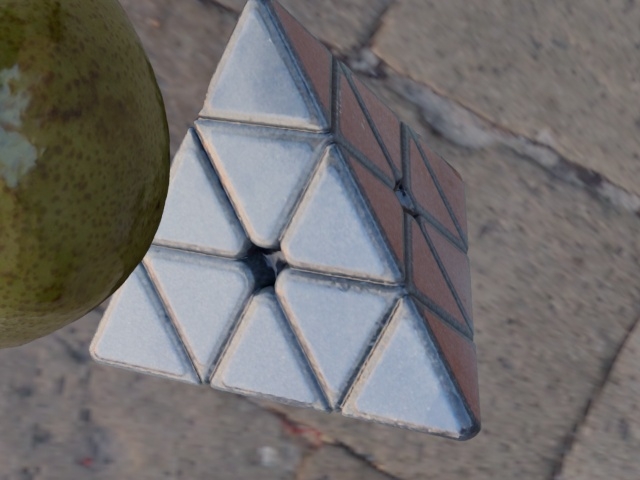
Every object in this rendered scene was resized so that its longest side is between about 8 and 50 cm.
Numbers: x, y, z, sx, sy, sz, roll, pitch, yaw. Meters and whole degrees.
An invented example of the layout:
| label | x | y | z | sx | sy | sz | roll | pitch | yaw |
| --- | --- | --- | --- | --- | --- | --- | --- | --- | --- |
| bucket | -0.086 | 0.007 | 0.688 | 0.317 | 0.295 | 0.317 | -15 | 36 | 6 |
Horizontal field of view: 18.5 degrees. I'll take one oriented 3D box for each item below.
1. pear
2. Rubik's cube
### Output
| label | x | y | z | sx | sy | sz | roll | pitch | yaw |
| --- | --- | --- | --- | --- | --- | --- | --- | --- | --- |
| pear | -0.190 | -0.043 | 1.072 | 0.188 | 0.211 | 0.228 | 13 | 118 | 33 |
| Rubik's cube | 0.001 | -0.002 | 1.327 | 0.229 | 0.228 | 0.233 | 21 | 76 | -11 |
